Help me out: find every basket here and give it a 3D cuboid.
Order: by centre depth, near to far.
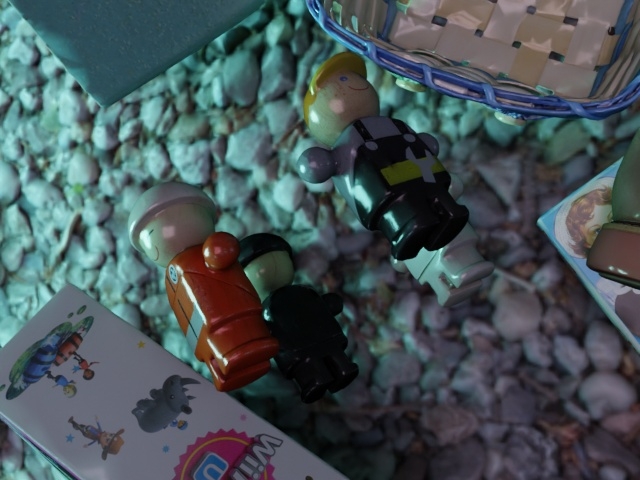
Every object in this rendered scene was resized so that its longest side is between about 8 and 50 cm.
[{"bbox_3d":[0.114,-0.181,0.388,0.254,0.289,0.201,22,92,17],"label":"basket"}]

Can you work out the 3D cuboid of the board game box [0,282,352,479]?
[{"bbox_3d":[-0.077,0.191,0.482,0.303,0.224,0.097,29,61,15],"label":"board game box"}]

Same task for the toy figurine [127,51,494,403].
[{"bbox_3d":[0.000,0.000,0.470,0.209,0.213,0.148,-38,63,10],"label":"toy figurine"}]

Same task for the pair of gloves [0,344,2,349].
[{"bbox_3d":[-0.412,0.123,0.683,0.204,0.042,0.240,-46,76,16],"label":"pair of gloves"}]

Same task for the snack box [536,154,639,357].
[{"bbox_3d":[0.333,-0.036,0.440,0.322,0.060,0.187,-39,80,14],"label":"snack box"}]

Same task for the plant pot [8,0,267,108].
[{"bbox_3d":[-0.115,-0.299,0.457,0.252,0.247,0.248,-23,53,8],"label":"plant pot"}]

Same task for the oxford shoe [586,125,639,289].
[{"bbox_3d":[0.335,0.003,0.348,0.348,0.123,0.130,15,91,13],"label":"oxford shoe"}]
